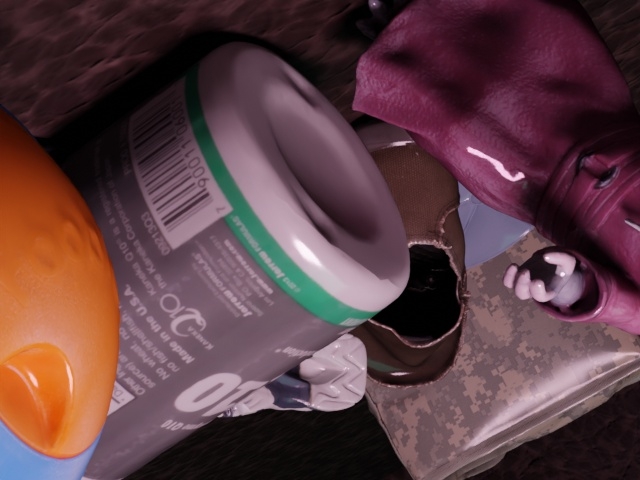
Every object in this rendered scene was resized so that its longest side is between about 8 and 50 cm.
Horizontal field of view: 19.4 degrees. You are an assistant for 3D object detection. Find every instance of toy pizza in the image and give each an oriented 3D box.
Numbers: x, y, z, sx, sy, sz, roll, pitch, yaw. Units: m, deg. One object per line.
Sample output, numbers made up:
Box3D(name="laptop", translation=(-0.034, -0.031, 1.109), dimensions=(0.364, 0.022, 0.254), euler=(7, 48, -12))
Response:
Box3D(name="toy pizza", translation=(0.139, -0.052, 1.691), dimensions=(0.201, 0.032, 0.201), euler=(-21, 140, -19))

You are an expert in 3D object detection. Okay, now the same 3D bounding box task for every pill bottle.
Box3D(name="pill bottle", translation=(-0.136, 0.043, 1.270), dimensions=(0.361, 0.204, 0.204), euler=(-34, 164, 21))

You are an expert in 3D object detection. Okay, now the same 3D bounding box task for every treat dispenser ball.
Box3D(name="treat dispenser ball", translation=(-0.245, 0.048, 0.939), dimensions=(0.288, 0.288, 0.288), euler=(-25, 165, -7))

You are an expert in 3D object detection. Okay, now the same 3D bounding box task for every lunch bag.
Box3D(name="lunch bag", translation=(0.169, 0.102, 1.936), dimensions=(0.287, 0.235, 0.169), euler=(-29, 168, 4))

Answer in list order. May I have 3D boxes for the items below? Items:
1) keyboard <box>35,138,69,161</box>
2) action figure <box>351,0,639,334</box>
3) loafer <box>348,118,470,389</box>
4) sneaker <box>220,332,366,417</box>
Box3D(name="keyboard", translation=(-0.255, -0.005, 1.239), dimensions=(0.192, 0.038, 0.100), euler=(-35, 163, 23))
Box3D(name="action figure", translation=(0.180, -0.026, 1.258), dimensions=(0.248, 0.370, 0.275), euler=(-35, 152, -14))
Box3D(name="loafer", translation=(0.062, 0.043, 1.604), dimensions=(0.134, 0.130, 0.366), euler=(-6, 148, 3))
Box3D(name="sneaker", translation=(-0.093, 0.102, 1.618), dimensions=(0.235, 0.094, 0.153), euler=(1, 178, -33))
